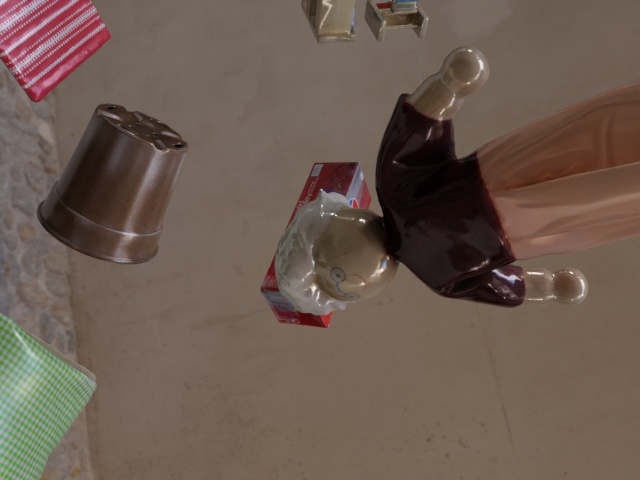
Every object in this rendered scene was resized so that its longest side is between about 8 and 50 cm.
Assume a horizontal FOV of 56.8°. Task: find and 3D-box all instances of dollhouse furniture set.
[{"bbox_3d":[0.073,-0.412,0.953,0.129,0.183,0.129,98,-21,-49],"label":"dollhouse furniture set"},{"bbox_3d":[-0.291,0.146,0.453,0.198,0.151,0.301,-60,138,-24],"label":"dollhouse furniture set"}]

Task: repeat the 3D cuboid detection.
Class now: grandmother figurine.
[{"bbox_3d":[0.115,-0.024,0.390,0.208,0.342,0.104,62,28,-17],"label":"grandmother figurine"}]

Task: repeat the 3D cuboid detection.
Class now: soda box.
[{"bbox_3d":[0.000,0.000,0.914,0.092,0.083,0.263,66,36,-45],"label":"soda box"}]

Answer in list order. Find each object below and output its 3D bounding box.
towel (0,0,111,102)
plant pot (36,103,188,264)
[{"bbox_3d":[-0.466,-0.384,0.940,0.199,0.031,0.275,-58,146,-30],"label":"towel"},{"bbox_3d":[-0.265,-0.081,0.793,0.167,0.165,0.167,28,18,-10],"label":"plant pot"}]
